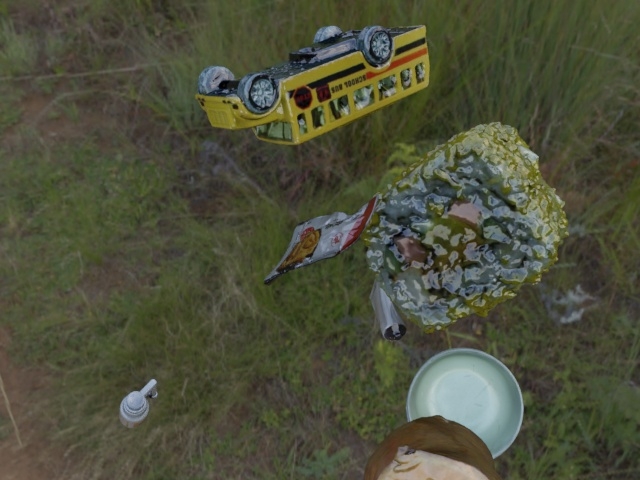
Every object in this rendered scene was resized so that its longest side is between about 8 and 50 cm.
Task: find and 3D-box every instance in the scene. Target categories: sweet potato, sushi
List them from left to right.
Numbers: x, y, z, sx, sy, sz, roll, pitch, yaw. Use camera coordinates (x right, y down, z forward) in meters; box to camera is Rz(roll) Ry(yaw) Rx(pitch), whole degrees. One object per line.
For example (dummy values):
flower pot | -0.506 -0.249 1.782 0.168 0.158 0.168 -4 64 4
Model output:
sweet potato | 0.108 0.231 0.717 0.131 0.131 0.337 7 -3 6
sushi | 0.290 -0.015 1.497 0.351 0.396 0.240 54 27 -4

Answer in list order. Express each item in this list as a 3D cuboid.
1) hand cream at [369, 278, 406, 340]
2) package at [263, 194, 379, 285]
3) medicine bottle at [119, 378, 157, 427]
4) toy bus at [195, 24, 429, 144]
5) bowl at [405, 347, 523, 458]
hand cream | 0.147 0.157 1.674 0.054 0.087 0.186 2 36 -17
package | 0.000 0.000 1.298 0.239 0.030 0.154 -18 32 47
medicine bottle | -0.392 0.353 1.599 0.061 0.220 0.092 44 65 4
toy bus | -0.001 -0.214 1.009 0.335 0.123 0.121 -29 29 -31
bowl | 0.392 0.442 2.010 0.307 0.307 0.163 12 0 11
